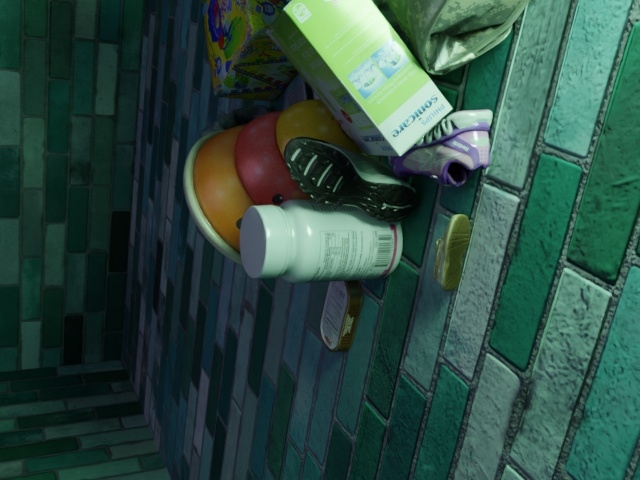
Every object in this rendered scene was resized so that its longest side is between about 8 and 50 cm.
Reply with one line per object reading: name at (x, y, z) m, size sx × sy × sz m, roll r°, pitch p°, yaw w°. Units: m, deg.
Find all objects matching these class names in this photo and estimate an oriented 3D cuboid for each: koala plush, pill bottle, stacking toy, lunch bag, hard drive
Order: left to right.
koala plush at (-0.192, -0.214, 1.808) m, size 0.221 × 0.203 × 0.196 m, roll 55°, pitch 139°, yaw 29°
hard drive at (-0.044, -0.302, 1.673) m, size 0.094 × 0.022 × 0.135 m, roll -27°, pitch 68°, yaw 60°
stacking toy at (-0.028, -0.175, 1.417) m, size 0.480 × 0.350 × 0.351 m, roll -34°, pitch 60°, yaw 41°
pill bottle at (0.000, 0.000, 1.323) m, size 0.160 × 0.282 × 0.161 m, roll 3°, pitch 93°, yaw 62°
lunch bag at (0.207, -0.424, 1.037) m, size 0.287 × 0.168 × 0.235 m, roll -55°, pitch 44°, yaw 42°

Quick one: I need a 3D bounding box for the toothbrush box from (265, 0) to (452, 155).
toothbrush box at (0.055, -0.282, 1.129) m, size 0.283 × 0.122 × 0.206 m, roll 48°, pitch 176°, yaw -14°

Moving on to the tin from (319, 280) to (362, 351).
tin at (0.042, 0.158, 1.518) m, size 0.106 × 0.040 × 0.190 m, roll -129°, pitch 45°, yaw -55°

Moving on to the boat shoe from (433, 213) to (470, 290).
boat shoe at (0.215, 0.016, 1.164) m, size 0.045 × 0.050 × 0.136 m, roll 34°, pitch 121°, yaw 51°

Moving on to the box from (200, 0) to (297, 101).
box at (-0.159, -0.547, 1.721) m, size 0.279 × 0.176 × 0.290 m, roll -37°, pitch 59°, yaw 56°

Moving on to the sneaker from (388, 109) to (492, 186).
sneaker at (0.199, -0.133, 1.152) m, size 0.236 × 0.095 × 0.105 m, roll -22°, pitch 79°, yaw 60°

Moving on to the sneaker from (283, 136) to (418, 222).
sneaker at (0.048, -0.117, 1.255) m, size 0.100 × 0.271 × 0.108 m, roll -55°, pitch 31°, yaw 23°

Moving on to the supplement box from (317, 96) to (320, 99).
supplement box at (0.014, -0.285, 1.549) m, size 0.062 × 0.036 × 0.098 m, roll 60°, pitch 140°, yaw 43°

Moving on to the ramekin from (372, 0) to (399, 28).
ramekin at (0.086, -0.469, 1.236) m, size 0.109 × 0.207 × 0.207 m, roll 23°, pitch 112°, yaw 49°
